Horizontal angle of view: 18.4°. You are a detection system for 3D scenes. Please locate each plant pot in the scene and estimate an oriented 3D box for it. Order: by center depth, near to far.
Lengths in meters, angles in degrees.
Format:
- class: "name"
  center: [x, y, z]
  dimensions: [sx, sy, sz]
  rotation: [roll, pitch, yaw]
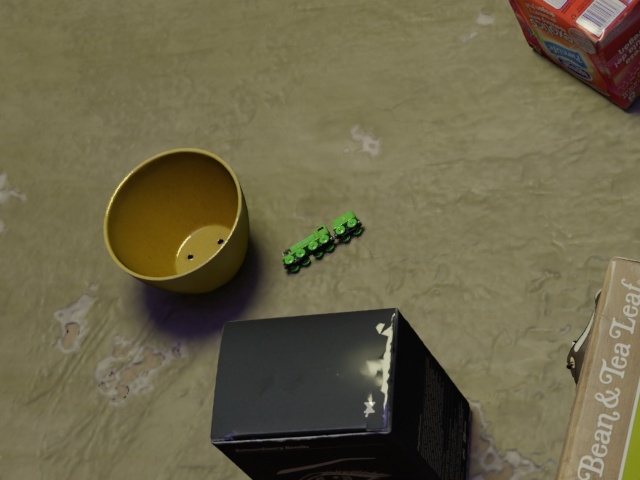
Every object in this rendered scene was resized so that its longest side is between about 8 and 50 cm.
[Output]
- class: "plant pot"
  center: [-0.119, -0.004, 1.808]
  dimensions: [0.134, 0.095, 0.134]
  rotation: [-9, 60, 16]

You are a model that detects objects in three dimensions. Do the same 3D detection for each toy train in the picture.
- class: "toy train"
  center: [0.000, 0.000, 1.808]
  dimensions: [0.083, 0.017, 0.024]
  rotation: [-30, 46, 4]

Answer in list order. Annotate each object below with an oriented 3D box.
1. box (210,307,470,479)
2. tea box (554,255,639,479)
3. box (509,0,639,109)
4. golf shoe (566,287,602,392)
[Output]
- class: "box"
  center: [0.021, 0.147, 1.603]
  dimensions: [0.153, 0.207, 0.108]
  rotation: [-5, 61, 19]
- class: "tea box"
  center: [0.316, 0.224, 1.360]
  dimensions: [0.323, 0.220, 0.329]
  rotation: [13, 51, 10]
- class: "box"
  center: [0.300, -0.264, 1.770]
  dimensions: [0.257, 0.122, 0.128]
  rotation: [-47, 57, -8]
- class: "golf shoe"
  center: [0.244, 0.125, 1.620]
  dimensions: [0.094, 0.077, 0.198]
  rotation: [0, 71, 57]
